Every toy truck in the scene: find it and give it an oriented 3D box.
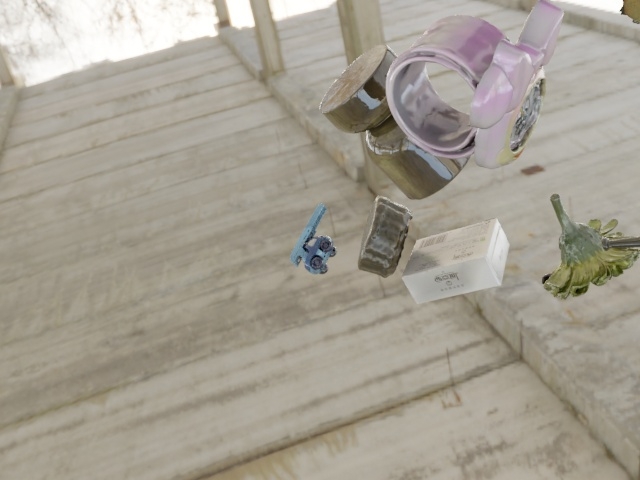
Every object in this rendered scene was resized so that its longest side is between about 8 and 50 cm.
[{"bbox_3d":[0.000,0.000,1.406,0.074,0.063,0.136,26,-101,19],"label":"toy truck"}]

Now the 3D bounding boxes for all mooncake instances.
[{"bbox_3d":[0.186,-0.006,2.016,0.124,0.228,0.228,17,-147,0],"label":"mooncake"}]

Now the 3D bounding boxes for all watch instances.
[{"bbox_3d":[0.205,-0.228,1.026,0.218,0.248,0.211,27,-122,26],"label":"watch"}]

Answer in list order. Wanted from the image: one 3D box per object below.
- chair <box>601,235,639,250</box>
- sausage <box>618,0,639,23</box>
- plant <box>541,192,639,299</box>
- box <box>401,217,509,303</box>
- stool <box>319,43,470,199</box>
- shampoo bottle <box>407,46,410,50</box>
[{"bbox_3d":[0.859,0.119,1.391,0.410,0.361,0.365,-22,161,36],"label":"chair"},{"bbox_3d":[0.599,-0.506,1.246,0.083,0.083,0.263,10,-115,34],"label":"sausage"},{"bbox_3d":[0.708,0.035,1.971,0.297,0.261,0.305,25,-152,-8],"label":"plant"},{"bbox_3d":[0.379,0.058,1.973,0.261,0.111,0.194,-14,-153,32],"label":"box"},{"bbox_3d":[0.152,-0.228,1.383,0.179,0.264,0.179,-41,-158,21],"label":"stool"},{"bbox_3d":[0.317,-0.567,2.080,0.056,0.056,0.195,7,-153,31],"label":"shampoo bottle"}]
